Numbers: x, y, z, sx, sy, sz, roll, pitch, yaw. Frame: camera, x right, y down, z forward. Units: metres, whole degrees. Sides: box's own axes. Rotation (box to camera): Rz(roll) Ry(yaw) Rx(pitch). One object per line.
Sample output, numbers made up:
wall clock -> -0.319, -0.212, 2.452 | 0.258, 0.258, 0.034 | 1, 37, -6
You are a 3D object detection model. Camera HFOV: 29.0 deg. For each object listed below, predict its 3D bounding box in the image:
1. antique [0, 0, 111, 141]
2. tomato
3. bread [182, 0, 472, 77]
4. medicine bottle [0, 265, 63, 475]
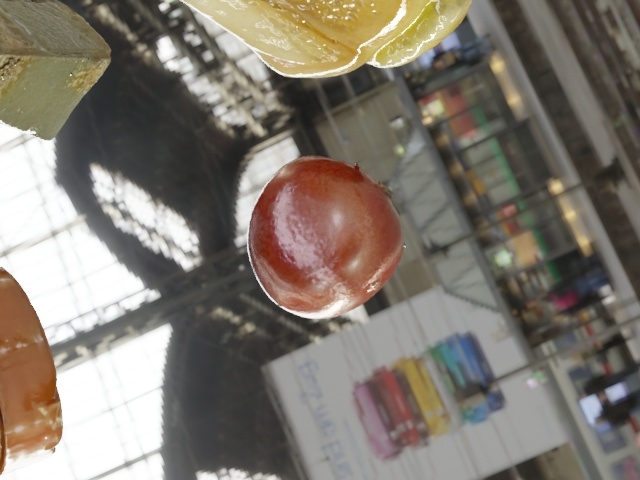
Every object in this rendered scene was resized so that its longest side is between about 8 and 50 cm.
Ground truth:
antique -> -0.379, -0.213, 1.437 | 0.125, 0.150, 0.284 | 41, -167, 13
tomato -> 0.000, 0.000, 1.235 | 0.167, 0.167, 0.167 | 62, -171, -18
bread -> 0.028, -0.302, 1.254 | 0.270, 0.316, 0.211 | 30, -122, -26
medicine bottle -> -0.262, 0.092, 0.527 | 0.157, 0.289, 0.157 | 31, 128, 49
